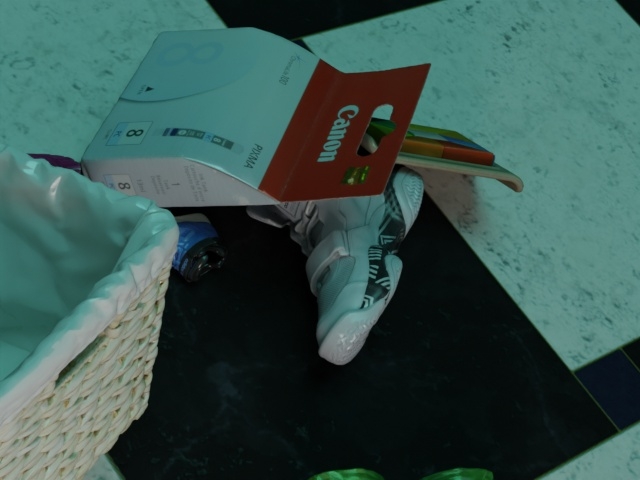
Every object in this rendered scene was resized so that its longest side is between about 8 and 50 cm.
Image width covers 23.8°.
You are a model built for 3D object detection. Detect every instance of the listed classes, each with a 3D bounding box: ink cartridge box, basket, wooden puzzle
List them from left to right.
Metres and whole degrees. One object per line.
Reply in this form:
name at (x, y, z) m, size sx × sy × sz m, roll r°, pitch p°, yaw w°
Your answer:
basket at (-0.355, 0.098, 1.472) m, size 0.331 × 0.266 × 0.328 m, roll 22°, pitch 41°, yaw 17°
ink cartridge box at (-0.077, -0.168, 1.962) m, size 0.385 × 0.091 × 0.308 m, roll -2°, pitch 37°, yaw 20°
wooden puzzle at (0.147, -0.134, 2.138) m, size 0.239 × 0.044 × 0.221 m, roll 13°, pitch 12°, yaw -19°

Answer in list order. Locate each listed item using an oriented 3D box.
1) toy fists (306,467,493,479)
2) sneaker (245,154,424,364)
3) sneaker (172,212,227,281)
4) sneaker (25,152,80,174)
toy fists at (0.110, 0.339, 1.762) m, size 0.279 × 0.096 × 0.142 m, roll 4°, pitch 52°, yaw -25°
sneaker at (0.000, 0.000, 1.975) m, size 0.210 × 0.137 × 0.366 m, roll 25°, pitch 41°, yaw -3°
sneaker at (-0.188, 0.015, 1.920) m, size 0.152 × 0.058 × 0.084 m, roll -9°, pitch 48°, yaw -39°
sneaker at (-0.333, -0.028, 1.860) m, size 0.103 × 0.111 × 0.252 m, roll 0°, pitch 29°, yaw -34°
